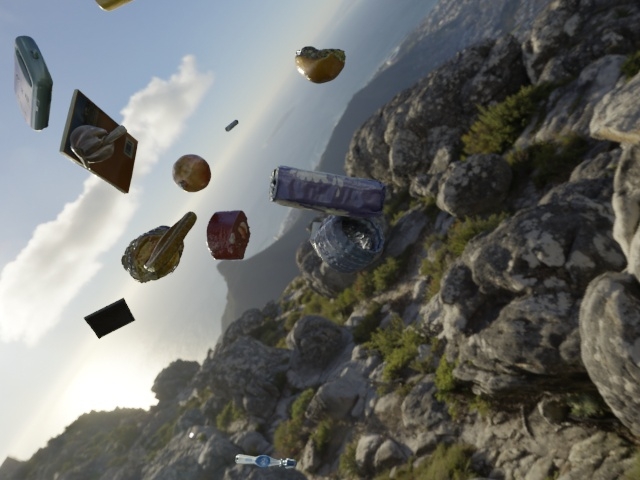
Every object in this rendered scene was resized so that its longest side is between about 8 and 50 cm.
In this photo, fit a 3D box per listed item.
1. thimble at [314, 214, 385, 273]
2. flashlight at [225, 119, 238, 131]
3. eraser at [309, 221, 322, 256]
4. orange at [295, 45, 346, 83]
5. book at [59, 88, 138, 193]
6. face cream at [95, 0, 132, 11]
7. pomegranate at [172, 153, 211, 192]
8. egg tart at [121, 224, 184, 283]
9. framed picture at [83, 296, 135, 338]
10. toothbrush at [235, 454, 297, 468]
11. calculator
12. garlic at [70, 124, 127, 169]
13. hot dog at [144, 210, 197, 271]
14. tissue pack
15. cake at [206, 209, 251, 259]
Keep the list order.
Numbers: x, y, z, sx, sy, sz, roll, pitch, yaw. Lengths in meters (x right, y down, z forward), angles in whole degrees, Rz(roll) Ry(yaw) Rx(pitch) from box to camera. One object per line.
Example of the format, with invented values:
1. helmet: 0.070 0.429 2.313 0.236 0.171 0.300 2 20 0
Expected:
1. thimble: 0.110 -0.002 1.574 0.172 0.236 0.205 -41 14 46
2. flashlight: -0.345 -0.449 1.663 0.083 0.018 0.018 -64 -26 -50
3. eraser: 0.000 0.000 2.040 0.225 0.052 0.095 62 -143 -64
4. orange: -0.002 -0.571 1.391 0.170 0.160 0.112 40 126 57
5. book: -0.865 -0.378 1.699 0.374 0.028 0.262 55 -144 -68
6. face cream: -0.528 -0.737 1.214 0.273 0.078 0.078 -6 41 25
7. pomegranate: -0.621 -0.321 2.042 0.191 0.191 0.191 -48 18 21
8. egg tart: -0.770 0.050 1.938 0.297 0.297 0.132 -60 -20 -19
9. framed picture: -0.585 0.220 1.191 0.109 0.011 0.149 -29 -24 -27
10. toothbrush: -0.187 0.722 1.393 0.386 0.040 0.040 -32 28 49
11. calculator: -0.694 -0.373 1.027 0.045 0.141 0.246 -22 -7 -41
12. garlic: -0.771 -0.350 1.480 0.194 0.131 0.127 -43 43 -11
13. hot dog: -0.561 0.003 1.625 0.083 0.068 0.289 -1 46 36
14. tissue pack: 0.009 -0.149 1.352 0.242 0.344 0.125 -153 71 -79
15. cake: -0.417 -0.034 1.948 0.283 0.151 0.177 -82 -10 -54
